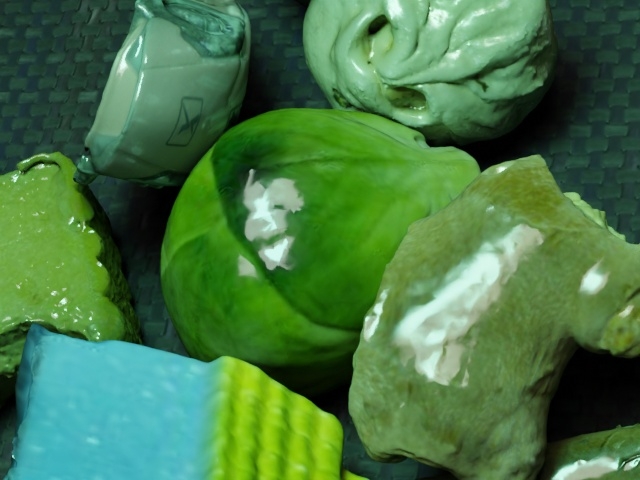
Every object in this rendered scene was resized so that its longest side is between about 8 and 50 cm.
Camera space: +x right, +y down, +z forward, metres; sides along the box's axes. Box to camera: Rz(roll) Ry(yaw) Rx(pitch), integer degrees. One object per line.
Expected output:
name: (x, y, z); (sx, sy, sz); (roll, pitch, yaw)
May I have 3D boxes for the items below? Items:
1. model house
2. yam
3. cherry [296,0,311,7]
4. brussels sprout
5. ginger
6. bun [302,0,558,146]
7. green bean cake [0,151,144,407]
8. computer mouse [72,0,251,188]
model house: (-0.109, 0.216, 1.465); (0.303, 0.215, 0.237); (8, 38, -5)
yam: (0.196, 0.187, 1.494); (0.317, 0.067, 0.071); (-14, 37, 8)
cherry: (0.050, -0.323, 1.749); (0.255, 0.296, 0.218); (-31, 87, -39)
brussels sprout: (0.000, 0.000, 1.600); (0.271, 0.210, 0.219); (-17, 59, -11)
ginger: (0.143, 0.068, 1.459); (0.221, 0.130, 0.276); (5, 81, 11)
bun: (0.090, -0.159, 1.645); (0.231, 0.231, 0.133); (-2, 48, 17)
green bean cake: (-0.279, 0.070, 1.689); (0.236, 0.124, 0.233); (-21, 54, 5)
computer mouse: (-0.120, -0.136, 1.703); (0.115, 0.389, 0.199); (24, 105, -3)
